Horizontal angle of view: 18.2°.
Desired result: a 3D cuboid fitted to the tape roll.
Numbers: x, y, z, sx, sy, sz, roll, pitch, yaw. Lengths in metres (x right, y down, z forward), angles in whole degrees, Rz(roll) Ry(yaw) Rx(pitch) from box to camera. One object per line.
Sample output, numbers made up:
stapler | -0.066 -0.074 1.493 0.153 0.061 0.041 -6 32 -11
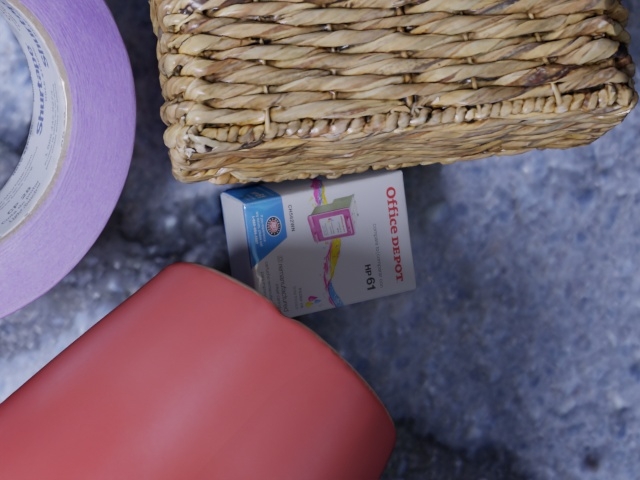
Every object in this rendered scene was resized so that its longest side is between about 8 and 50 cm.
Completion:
tape roll | -0.259 -0.081 1.260 0.274 0.090 0.275 -4 101 -22

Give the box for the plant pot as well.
plant pot | -0.096 0.166 1.291 0.275 0.275 0.243 47 70 -23

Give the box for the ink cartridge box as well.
ink cartridge box | 0.000 0.000 1.401 0.122 0.052 0.089 -13 104 -21

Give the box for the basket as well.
basket | 0.038 -0.162 1.299 0.299 0.213 0.223 -7 84 -3
